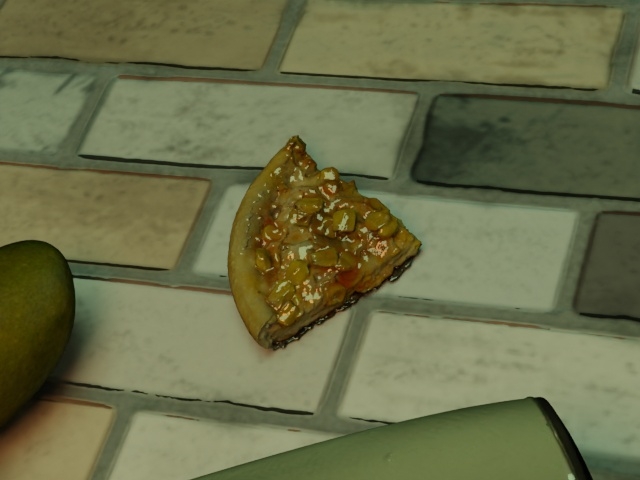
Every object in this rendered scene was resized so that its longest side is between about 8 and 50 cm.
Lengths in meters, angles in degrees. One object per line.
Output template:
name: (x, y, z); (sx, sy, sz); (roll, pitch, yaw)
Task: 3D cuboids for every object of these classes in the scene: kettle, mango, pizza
kettle: (0.020, 0.170, 0.825); (0.255, 0.165, 0.240); (-19, 20, -2)
mango: (-0.292, 0.091, 0.982); (0.289, 0.129, 0.146); (-14, 38, -3)
pizza: (0.000, 0.000, 1.043); (0.131, 0.041, 0.178); (9, 53, 20)
